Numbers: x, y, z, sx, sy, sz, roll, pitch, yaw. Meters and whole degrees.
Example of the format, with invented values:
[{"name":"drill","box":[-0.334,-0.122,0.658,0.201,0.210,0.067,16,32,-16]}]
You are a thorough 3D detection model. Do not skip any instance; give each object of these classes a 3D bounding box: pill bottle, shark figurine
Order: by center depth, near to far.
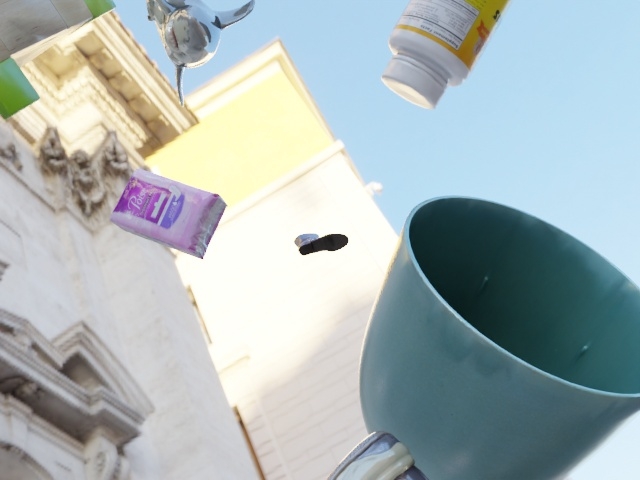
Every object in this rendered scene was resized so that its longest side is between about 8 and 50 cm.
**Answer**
[{"name":"shark figurine","box":[-0.132,-0.261,0.858,0.116,0.278,0.166,-18,-32,-10]},{"name":"pill bottle","box":[0.166,-0.282,1.067,0.117,0.117,0.215,31,-91,-42]}]

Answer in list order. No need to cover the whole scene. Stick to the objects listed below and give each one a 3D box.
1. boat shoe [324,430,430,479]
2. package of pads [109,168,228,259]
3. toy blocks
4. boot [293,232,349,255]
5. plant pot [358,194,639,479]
[{"name":"boat shoe","box":[-0.006,0.255,0.512,0.355,0.130,0.132,-34,-23,-48]},{"name":"package of pads","box":[-0.117,-0.022,0.641,0.050,0.083,0.032,-65,-26,-12]},{"name":"toy blocks","box":[-0.425,-0.177,0.856,0.261,0.381,0.191,-21,-71,32]},{"name":"boot","box":[0.000,0.000,1.676,0.106,0.114,0.037,-11,-81,-3]},{"name":"plant pot","box":[0.172,0.133,0.860,0.293,0.293,0.235,5,-54,-31]}]
